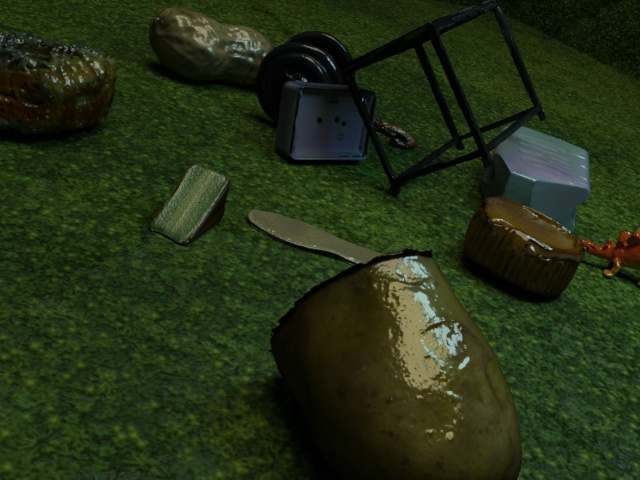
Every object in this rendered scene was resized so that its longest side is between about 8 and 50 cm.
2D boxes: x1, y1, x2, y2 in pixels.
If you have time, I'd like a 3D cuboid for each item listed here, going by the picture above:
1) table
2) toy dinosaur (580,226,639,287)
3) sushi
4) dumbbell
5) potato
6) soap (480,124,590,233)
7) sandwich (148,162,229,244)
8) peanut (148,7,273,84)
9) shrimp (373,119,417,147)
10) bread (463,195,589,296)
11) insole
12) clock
[{"bbox_3d":[0.253,-0.290,1.523,0.222,0.272,0.335,-17,11,39],"label":"table"},{"bbox_3d":[0.624,0.033,1.418,0.288,0.117,0.070,18,26,6],"label":"toy dinosaur"},{"bbox_3d":[-0.472,-0.267,1.307,0.184,0.139,0.274,21,21,11],"label":"sushi"},{"bbox_3d":[-0.029,-0.348,1.669,0.192,0.192,0.290,20,26,5],"label":"dumbbell"},{"bbox_3d":[0.091,0.167,0.795,0.229,0.229,0.266,0,47,-30],"label":"potato"},{"bbox_3d":[0.452,-0.128,1.621,0.208,0.115,0.347,22,27,9],"label":"soap"},{"bbox_3d":[-0.196,-0.056,1.148,0.074,0.074,0.116,22,27,11],"label":"sandwich"},{"bbox_3d":[-0.246,-0.426,1.750,0.291,0.143,0.159,11,61,-24],"label":"peanut"},{"bbox_3d":[0.163,-0.246,1.769,0.127,0.025,0.091,30,31,18],"label":"shrimp"},{"bbox_3d":[0.342,0.013,1.308,0.199,0.104,0.199,18,25,-9],"label":"bread"},{"bbox_3d":[0.000,0.000,1.228,0.247,0.011,0.081,19,27,3],"label":"insole"},{"bbox_3d":[0.013,-0.234,1.526,0.193,0.145,0.073,-4,22,-36],"label":"clock"}]
